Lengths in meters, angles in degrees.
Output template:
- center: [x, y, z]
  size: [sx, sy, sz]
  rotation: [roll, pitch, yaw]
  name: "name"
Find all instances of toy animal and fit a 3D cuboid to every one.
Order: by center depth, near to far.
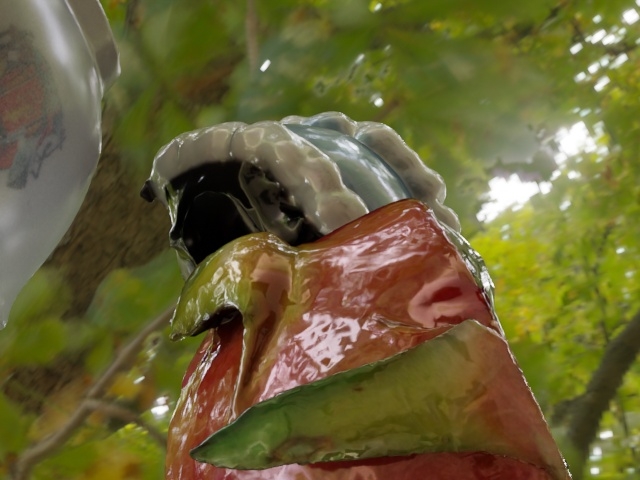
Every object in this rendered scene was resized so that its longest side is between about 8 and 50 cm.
- center: [0.000, 0.000, 0.931]
  size: [0.204, 0.156, 0.208]
  rotation: [-14, -103, -58]
  name: "toy animal"

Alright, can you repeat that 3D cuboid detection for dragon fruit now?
- center: [0.024, 0.125, 0.682]
  size: [0.189, 0.290, 0.290]
  rotation: [-21, -94, 4]
  name: "dragon fruit"

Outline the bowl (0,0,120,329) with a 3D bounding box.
- center: [-0.228, -0.127, 0.871]
  size: [0.157, 0.345, 0.345]
  rotation: [-31, -91, -15]
  name: "bowl"
